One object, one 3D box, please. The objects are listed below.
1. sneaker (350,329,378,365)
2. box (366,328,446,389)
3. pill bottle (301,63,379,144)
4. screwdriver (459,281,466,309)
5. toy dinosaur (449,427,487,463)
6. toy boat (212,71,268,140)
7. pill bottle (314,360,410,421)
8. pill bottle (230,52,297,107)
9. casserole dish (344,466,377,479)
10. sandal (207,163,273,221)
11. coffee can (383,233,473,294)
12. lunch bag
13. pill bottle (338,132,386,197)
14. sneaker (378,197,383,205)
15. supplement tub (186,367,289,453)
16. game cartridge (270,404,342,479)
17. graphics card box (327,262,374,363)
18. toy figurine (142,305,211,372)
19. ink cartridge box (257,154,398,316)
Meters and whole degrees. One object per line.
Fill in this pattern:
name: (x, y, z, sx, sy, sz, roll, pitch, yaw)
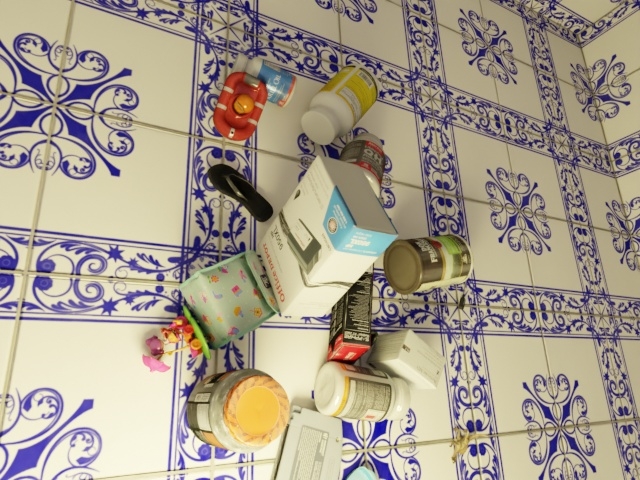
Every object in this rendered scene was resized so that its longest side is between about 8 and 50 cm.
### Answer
sneaker: (0.128, 0.356, 1.512, 0.072, 0.077, 0.178, 48, 57, -6)
box: (0.288, 0.407, 1.524, 0.181, 0.182, 0.119, 39, 57, -13)
pill bottle: (0.074, -0.515, 1.720, 0.188, 0.188, 0.334, 44, 57, -10)
screwdriver: (0.599, 0.213, 1.871, 0.025, 0.024, 0.169, 20, 58, 10)
toy dinosaur: (0.519, 0.726, 1.636, 0.183, 0.053, 0.092, -27, 103, -27)
toy boat: (-0.261, -0.446, 1.496, 0.151, 0.151, 0.231, 21, 91, -22)
pill bottle: (0.133, 0.482, 1.419, 0.279, 0.162, 0.162, 18, 65, -24)
pill bottle: (-0.205, -0.578, 1.619, 0.222, 0.124, 0.124, 19, 64, -22)
casserole dish: (0.098, 0.779, 1.370, 0.188, 0.037, 0.114, -35, 92, -35)
sandal: (-0.254, -0.167, 1.486, 0.254, 0.054, 0.097, 38, 58, -13)
coffee can: (0.404, 0.084, 1.694, 0.276, 0.201, 0.201, -6, 76, -32)
lunch bag: (-0.236, 0.159, 1.324, 0.262, 0.160, 0.223, -24, 83, -47)
pill bottle: (0.147, -0.265, 1.653, 0.176, 0.176, 0.318, 36, 40, -15)
sneaker: (0.162, -0.108, 1.685, 0.225, 0.093, 0.088, -30, 90, -35)
supplement tub: (-0.212, 0.428, 1.144, 0.194, 0.316, 0.193, 11, 68, -28)
game cartridge: (-0.037, 0.659, 1.324, 0.198, 0.062, 0.297, 28, 61, -24)
graphics card box: (0.097, 0.186, 1.440, 0.094, 0.232, 0.370, 8, 61, -6)
toy figurine: (-0.406, 0.280, 1.219, 0.159, 0.130, 0.173, -24, 64, -25)
ink cartridge box: (0.000, 0.000, 1.319, 0.166, 0.395, 0.285, 8, 44, -37)
